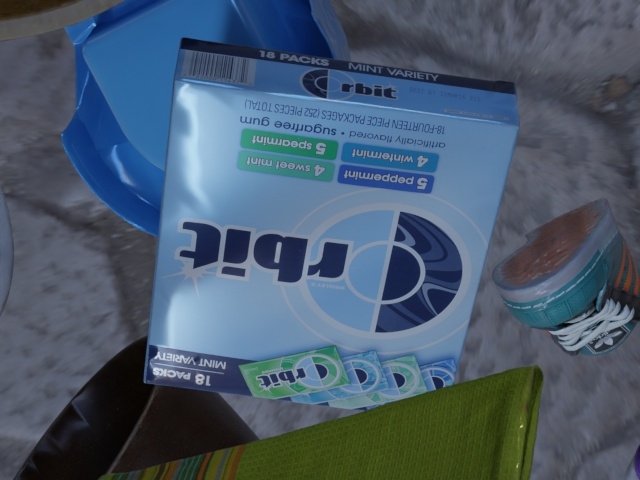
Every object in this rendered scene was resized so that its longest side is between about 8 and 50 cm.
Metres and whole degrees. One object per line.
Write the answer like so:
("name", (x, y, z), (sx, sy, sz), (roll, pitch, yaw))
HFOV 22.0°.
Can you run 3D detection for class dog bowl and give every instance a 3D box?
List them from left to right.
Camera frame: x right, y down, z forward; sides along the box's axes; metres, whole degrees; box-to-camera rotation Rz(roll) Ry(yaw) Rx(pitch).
("dog bowl", (-0.087, -0.144, 0.886), (0.166, 0.074, 0.297), (-23, 100, 23))

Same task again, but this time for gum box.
("gum box", (0.000, 0.000, 0.793), (0.157, 0.041, 0.184), (8, 128, -4))

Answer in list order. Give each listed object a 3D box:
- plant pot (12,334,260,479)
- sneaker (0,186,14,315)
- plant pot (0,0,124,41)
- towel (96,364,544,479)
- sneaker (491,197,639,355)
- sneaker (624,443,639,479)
("plant pot", (-0.089, 0.219, 1.166), (0.230, 0.215, 0.215), (38, 97, -16))
("sneaker", (-0.386, -0.081, 1.469), (0.135, 0.150, 0.366), (-16, 89, 21))
("plant pot", (-0.165, -0.183, 0.448), (0.254, 0.237, 0.237), (14, 96, 42))
("towel", (-0.019, 0.115, 0.682), (0.237, 0.102, 0.021), (-19, 128, 31))
("sneaker", (0.227, 0.043, 1.393), (0.108, 0.302, 0.121), (-26, 92, 18))
("sneaker", (0.333, 0.117, 1.247), (0.236, 0.095, 0.104), (-25, 123, -23))
